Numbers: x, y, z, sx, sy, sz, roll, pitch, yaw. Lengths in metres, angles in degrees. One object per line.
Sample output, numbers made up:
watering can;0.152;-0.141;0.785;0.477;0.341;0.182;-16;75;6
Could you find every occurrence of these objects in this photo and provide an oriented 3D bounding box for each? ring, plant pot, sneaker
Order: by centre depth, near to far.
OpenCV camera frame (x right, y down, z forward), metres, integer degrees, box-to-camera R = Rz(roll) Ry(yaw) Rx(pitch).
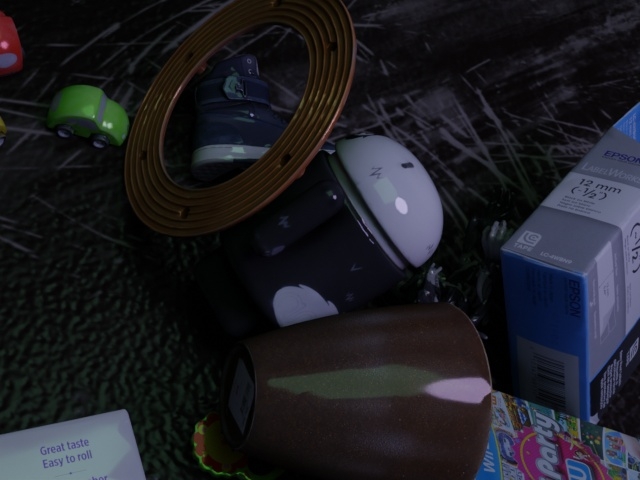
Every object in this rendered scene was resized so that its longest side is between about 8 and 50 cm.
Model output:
plant pot;0.021;0.162;1.084;0.231;0.215;0.215;6;60;-25
ring;-0.093;-0.148;1.193;0.032;0.337;0.336;37;46;-43
sneaker;-0.052;-0.151;1.325;0.226;0.086;0.163;5;63;-18

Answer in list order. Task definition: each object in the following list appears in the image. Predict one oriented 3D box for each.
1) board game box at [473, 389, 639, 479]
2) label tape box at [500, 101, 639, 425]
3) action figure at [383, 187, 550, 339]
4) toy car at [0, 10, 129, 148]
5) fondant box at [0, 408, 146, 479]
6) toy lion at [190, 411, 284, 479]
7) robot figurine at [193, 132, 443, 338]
board game box;0.276;0.302;1.153;0.304;0.097;0.224;19;34;-11
label tape box;0.359;0.025;1.289;0.115;0.249;0.348;20;47;37
action figure;0.174;0.020;1.278;0.164;0.140;0.276;20;42;35
toy car;-0.333;-0.170;1.240;0.225;0.053;0.239;14;58;-14
fondant box;-0.258;0.341;0.952;0.238;0.096;0.330;-8;64;-26
toy lion;-0.086;0.223;1.132;0.096;0.034;0.100;-35;79;-27
robot figurine;-0.001;-0.002;1.166;0.173;0.278;0.209;53;10;-23
